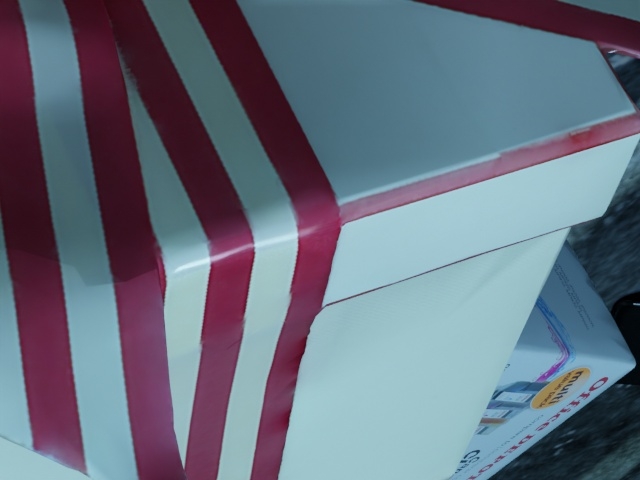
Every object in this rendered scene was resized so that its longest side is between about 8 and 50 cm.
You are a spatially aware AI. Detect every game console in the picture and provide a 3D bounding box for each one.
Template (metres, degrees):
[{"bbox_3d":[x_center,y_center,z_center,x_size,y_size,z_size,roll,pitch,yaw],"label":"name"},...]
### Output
[{"bbox_3d":[0.247,0.050,1.281,0.107,0.071,0.122,-50,164,-25],"label":"game console"}]

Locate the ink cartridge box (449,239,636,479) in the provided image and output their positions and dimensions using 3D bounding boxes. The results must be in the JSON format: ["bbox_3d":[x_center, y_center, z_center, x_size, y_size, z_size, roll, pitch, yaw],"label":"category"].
[{"bbox_3d":[0.044,0.041,0.935,0.128,0.127,0.176,-41,152,26],"label":"ink cartridge box"}]

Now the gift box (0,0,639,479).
[{"bbox_3d":[-0.056,-0.026,0.559,0.255,0.276,0.258,-23,153,-21],"label":"gift box"}]
